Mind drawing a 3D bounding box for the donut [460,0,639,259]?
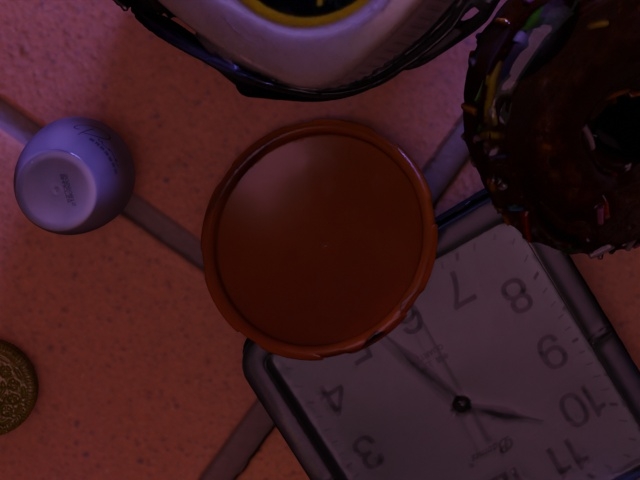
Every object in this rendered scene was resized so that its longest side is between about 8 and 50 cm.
[{"bbox_3d":[0.197,-0.106,1.212,0.216,0.096,0.230,13,111,-28],"label":"donut"}]

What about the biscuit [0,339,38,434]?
[{"bbox_3d":[-0.276,0.122,1.382,0.084,0.023,0.084,1,103,4],"label":"biscuit"}]

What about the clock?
[{"bbox_3d":[0.111,0.128,1.330,0.273,0.049,0.278,-30,98,12],"label":"clock"}]

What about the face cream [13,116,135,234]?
[{"bbox_3d":[-0.194,-0.048,1.295,0.091,0.095,0.091,2,104,6],"label":"face cream"}]

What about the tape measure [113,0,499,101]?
[{"bbox_3d":[-0.003,-0.199,1.208,0.271,0.133,0.231,-43,77,17],"label":"tape measure"}]

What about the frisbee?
[{"bbox_3d":[0.000,0.000,1.295,0.192,0.035,0.192,-4,77,16],"label":"frisbee"}]
